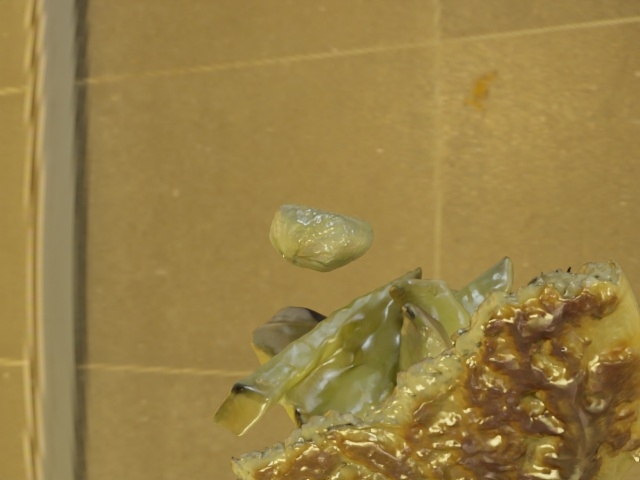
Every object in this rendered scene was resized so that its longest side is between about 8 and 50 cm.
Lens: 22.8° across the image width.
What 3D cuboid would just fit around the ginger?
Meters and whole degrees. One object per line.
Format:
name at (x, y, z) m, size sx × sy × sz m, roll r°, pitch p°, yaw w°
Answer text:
ginger at (0.106, 0.183, 1.652) m, size 0.413 × 0.211 × 0.358 m, roll -5°, pitch 70°, yaw 26°

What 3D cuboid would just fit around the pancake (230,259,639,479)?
pancake at (0.063, 0.109, 0.891) m, size 0.245 × 0.266 × 0.057 m, roll -4°, pitch 42°, yaw 9°

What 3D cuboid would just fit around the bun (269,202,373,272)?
bun at (0.000, 0.000, 1.746) m, size 0.115 × 0.115 × 0.069 m, roll 13°, pitch 93°, yaw 38°
